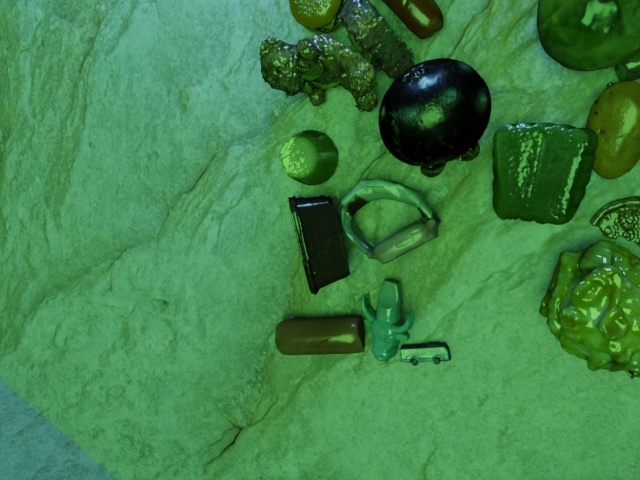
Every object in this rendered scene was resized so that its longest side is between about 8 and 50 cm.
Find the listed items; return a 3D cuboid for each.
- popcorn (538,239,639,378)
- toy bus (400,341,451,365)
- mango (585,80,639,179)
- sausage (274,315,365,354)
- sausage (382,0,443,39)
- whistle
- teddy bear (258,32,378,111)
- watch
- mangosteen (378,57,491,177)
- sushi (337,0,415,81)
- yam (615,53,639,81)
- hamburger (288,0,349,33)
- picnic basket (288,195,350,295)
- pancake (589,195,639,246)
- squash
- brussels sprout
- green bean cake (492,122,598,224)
[{"bbox_3d":[0.694,0.162,1.097,0.312,0.312,0.312,5,106,18],"label":"popcorn"},{"bbox_3d":[0.324,0.350,1.405,0.153,0.051,0.061,-10,95,22],"label":"toy bus"},{"bbox_3d":[0.709,-0.256,1.067,0.147,0.109,0.227,4,107,19],"label":"mango"},{"bbox_3d":[-0.005,0.310,1.472,0.304,0.121,0.121,-6,102,20],"label":"sausage"},{"bbox_3d":[0.195,-0.637,1.159,0.300,0.083,0.089,46,126,4],"label":"sausage"},{"bbox_3d":[0.209,0.255,1.398,0.186,0.093,0.274,15,108,43],"label":"whistle"},{"bbox_3d":[-0.010,-0.438,1.212,0.222,0.246,0.296,-38,76,-1],"label":"teddy bear"},{"bbox_3d":[0.188,-0.069,1.298,0.253,0.162,0.241,-30,81,21],"label":"watch"},{"bbox_3d":[0.286,-0.301,1.128,0.288,0.288,0.288,5,106,18],"label":"mangosteen"},{"bbox_3d":[0.143,-0.532,1.188,0.107,0.241,0.161,-38,51,26],"label":"sushi"},{"bbox_3d":[0.856,-0.449,0.982,0.371,0.083,0.083,-21,97,25],"label":"yam"},{"bbox_3d":[-0.004,-0.641,1.210,0.162,0.115,0.162,5,104,18],"label":"hamburger"},{"bbox_3d":[0.000,0.000,1.356,0.129,0.222,0.297,-13,101,-1],"label":"picnic basket"},{"bbox_3d":[0.789,-0.021,1.153,0.190,0.020,0.184,6,107,18],"label":"pancake"},{"bbox_3d":[-0.041,-0.244,1.338,0.170,0.123,0.170,3,100,18],"label":"squash"},{"bbox_3d":[0.617,-0.490,0.986,0.271,0.210,0.219,1,81,11],"label":"brussels sprout"},{"bbox_3d":[0.538,-0.164,1.120,0.222,0.125,0.248,17,111,38],"label":"green bean cake"}]
